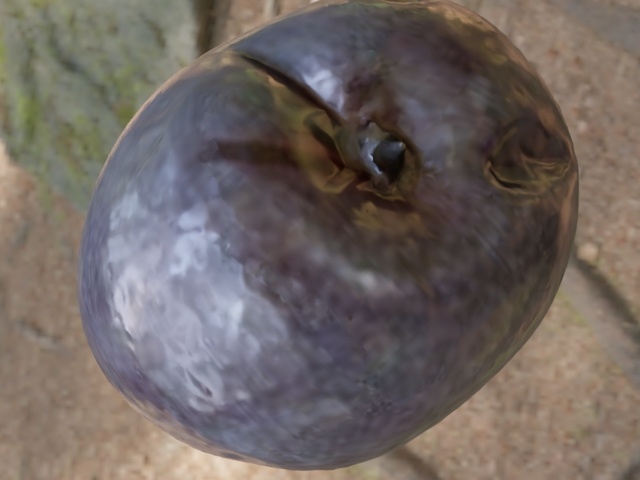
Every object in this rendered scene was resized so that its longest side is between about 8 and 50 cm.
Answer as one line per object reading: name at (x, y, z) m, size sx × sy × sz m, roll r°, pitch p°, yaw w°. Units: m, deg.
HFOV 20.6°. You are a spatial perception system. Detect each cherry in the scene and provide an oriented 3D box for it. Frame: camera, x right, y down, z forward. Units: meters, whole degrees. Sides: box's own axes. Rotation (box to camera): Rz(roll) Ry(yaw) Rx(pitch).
cherry at (-0.003, 0.003, 0.577) m, size 0.140 × 0.176 × 0.176 m, roll 48°, pitch 131°, yaw 2°
